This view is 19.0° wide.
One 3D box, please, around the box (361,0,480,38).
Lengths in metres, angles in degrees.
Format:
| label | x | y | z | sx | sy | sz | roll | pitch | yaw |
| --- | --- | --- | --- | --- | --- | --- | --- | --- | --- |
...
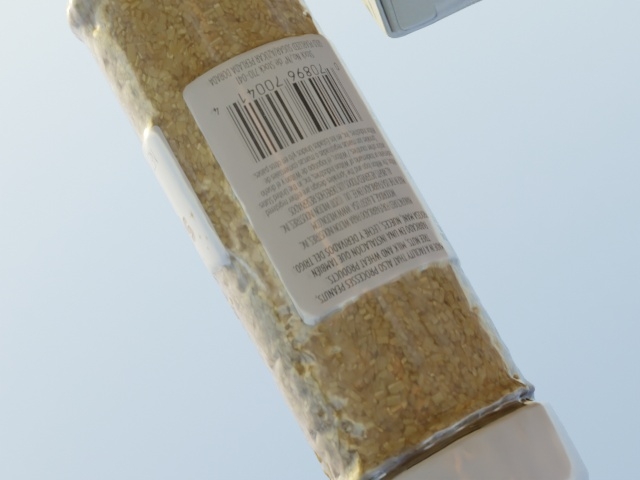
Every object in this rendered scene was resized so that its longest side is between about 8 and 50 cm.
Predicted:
| label | x | y | z | sx | sy | sz | roll | pitch | yaw |
| --- | --- | --- | --- | --- | --- | --- | --- | --- | --- |
| box | 0.009 | -0.200 | 0.702 | 0.113 | 0.094 | 0.275 | -26 | -135 | -4 |

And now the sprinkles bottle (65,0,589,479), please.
| label | x | y | z | sx | sy | sz | roll | pitch | yaw |
| --- | --- | --- | --- | --- | --- | --- | --- | --- | --- |
| sprinkles bottle | 0.000 | 0.000 | 0.981 | 0.121 | 0.355 | 0.121 | -28 | 168 | -6 |
